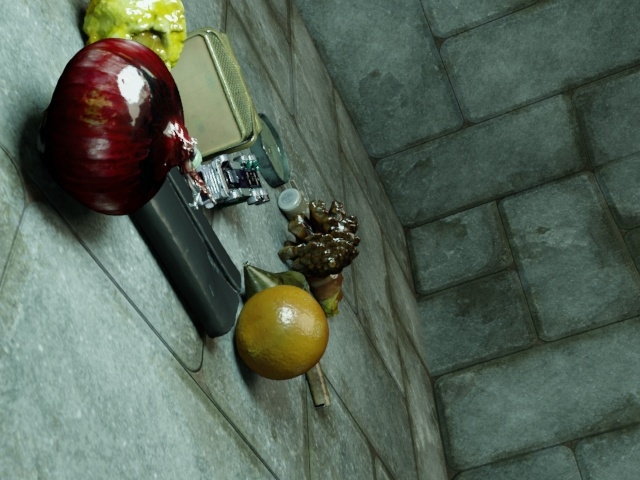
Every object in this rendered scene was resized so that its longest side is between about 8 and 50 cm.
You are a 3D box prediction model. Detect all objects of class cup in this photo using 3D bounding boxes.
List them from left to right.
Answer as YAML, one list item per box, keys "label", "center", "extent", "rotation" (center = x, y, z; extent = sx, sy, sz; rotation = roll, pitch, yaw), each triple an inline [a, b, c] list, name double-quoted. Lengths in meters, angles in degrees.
- label: "cup"
  center: [-0.064, -0.106, 2.458]
  extent: [0.102, 0.074, 0.099]
  rotation: [-64, 146, -19]

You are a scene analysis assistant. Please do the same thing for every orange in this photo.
- label: "orange"
  center: [-0.076, 0.187, 1.779]
  extent: [0.206, 0.206, 0.206]
  rotation: [-19, 90, -77]

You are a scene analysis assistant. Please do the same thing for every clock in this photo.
- label: "clock"
  center: [-0.145, -0.252, 2.449]
  extent: [0.215, 0.042, 0.215]
  rotation: [-19, 90, -77]

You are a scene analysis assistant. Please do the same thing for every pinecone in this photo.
- label: "pinecone"
  center: [0.000, -0.002, 2.327]
  extent: [0.229, 0.202, 0.201]
  rotation: [39, 48, -48]

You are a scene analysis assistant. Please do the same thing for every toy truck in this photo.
- label: "toy truck"
  center: [-0.200, -0.117, 1.887]
  extent: [0.216, 0.116, 0.110]
  rotation: [-10, 80, -69]

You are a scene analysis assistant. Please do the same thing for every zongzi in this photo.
- label: "zongzi"
  center: [-0.109, 0.091, 1.957]
  extent: [0.221, 0.112, 0.242]
  rotation: [-84, 151, -59]

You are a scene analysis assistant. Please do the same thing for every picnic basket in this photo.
- label: "picnic basket"
  center: [-0.244, -0.302, 1.844]
  extent: [0.139, 0.165, 0.267]
  rotation: [-47, 116, -73]

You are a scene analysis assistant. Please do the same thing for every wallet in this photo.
- label: "wallet"
  center: [-0.262, -0.034, 1.616]
  extent: [0.228, 0.062, 0.406]
  rotation: [-86, 154, -60]

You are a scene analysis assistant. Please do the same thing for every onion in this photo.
- label: "onion"
  center: [-0.275, -0.159, 1.299]
  extent: [0.273, 0.285, 0.273]
  rotation: [16, 90, -86]

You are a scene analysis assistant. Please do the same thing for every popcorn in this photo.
- label: "popcorn"
  center: [-0.332, -0.375, 1.571]
  extent: [0.155, 0.197, 0.198]
  rotation: [-86, 153, -55]

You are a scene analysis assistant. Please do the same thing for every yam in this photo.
- label: "yam"
  center: [-0.028, 0.285, 2.160]
  extent: [0.046, 0.046, 0.264]
  rotation: [9, 64, -75]

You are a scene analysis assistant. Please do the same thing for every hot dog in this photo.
- label: "hot dog"
  center: [0.014, 0.100, 2.484]
  extent: [0.123, 0.093, 0.261]
  rotation: [-89, 156, -57]

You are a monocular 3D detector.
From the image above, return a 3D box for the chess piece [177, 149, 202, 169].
- label: "chess piece"
  center: [-0.294, -0.181, 1.721]
  extent: [0.149, 0.059, 0.059]
  rotation: [34, 39, -62]
